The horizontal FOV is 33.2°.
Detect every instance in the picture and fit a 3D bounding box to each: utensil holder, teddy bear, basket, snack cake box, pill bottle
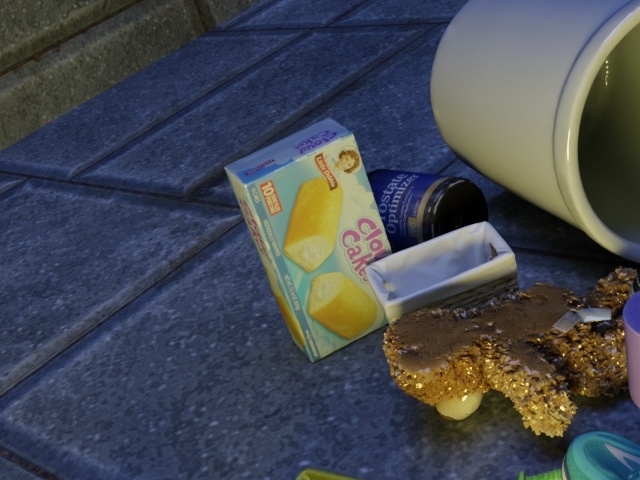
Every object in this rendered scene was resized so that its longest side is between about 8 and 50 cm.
[{"bbox_3d":[0.355,-0.181,1.390,0.327,0.328,0.385,-26,25,-12],"label":"utensil holder"},{"bbox_3d":[0.241,0.122,1.152,0.338,0.113,0.245,-18,32,-14],"label":"teddy bear"},{"bbox_3d":[0.154,0.065,1.301,0.167,0.103,0.113,-22,26,-2],"label":"basket"},{"bbox_3d":[0.000,0.000,1.352,0.152,0.264,0.089,-26,27,-12],"label":"snack cake box"},{"bbox_3d":[0.116,-0.037,1.506,0.219,0.123,0.123,10,39,47],"label":"pill bottle"}]

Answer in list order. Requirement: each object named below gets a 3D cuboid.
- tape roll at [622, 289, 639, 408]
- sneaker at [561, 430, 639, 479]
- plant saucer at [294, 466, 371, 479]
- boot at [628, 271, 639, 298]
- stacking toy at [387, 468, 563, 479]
[{"bbox_3d":[0.371,0.095,0.961,0.189,0.080,0.189,-10,18,3],"label":"tape roll"},{"bbox_3d":[0.295,0.224,0.877,0.107,0.110,0.275,-19,25,-15],"label":"sneaker"},{"bbox_3d":[-0.011,0.297,0.948,0.188,0.045,0.188,-53,19,-22],"label":"plant saucer"},{"bbox_3d":[0.438,0.008,1.057,0.236,0.179,0.085,6,34,5],"label":"boot"},{"bbox_3d":[0.127,0.276,0.967,0.221,0.052,0.167,-12,27,14],"label":"stacking toy"}]
